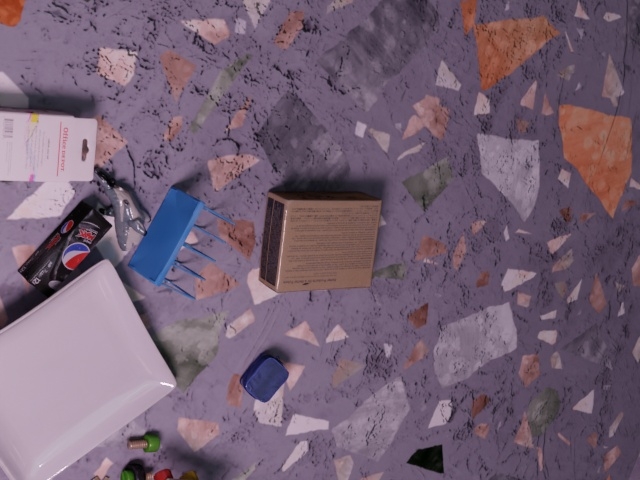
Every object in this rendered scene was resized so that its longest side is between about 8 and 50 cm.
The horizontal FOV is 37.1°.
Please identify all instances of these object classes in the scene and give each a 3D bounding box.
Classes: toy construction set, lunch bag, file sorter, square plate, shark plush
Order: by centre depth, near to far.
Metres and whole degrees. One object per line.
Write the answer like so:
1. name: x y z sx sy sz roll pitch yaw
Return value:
1. shark plush: -0.365 -0.055 1.709 0.067 0.073 0.161 -23 126 8
2. square plate: -0.464 0.244 1.710 0.347 0.049 0.344 -36 130 -20
3. file sorter: -0.252 0.008 1.763 0.104 0.118 0.170 30 87 -40
4. toy construction set: -0.233 0.558 1.846 0.237 0.309 0.257 4 110 -39
5. lunch bag: -0.116 0.278 1.967 0.098 0.065 0.067 -47 109 -11

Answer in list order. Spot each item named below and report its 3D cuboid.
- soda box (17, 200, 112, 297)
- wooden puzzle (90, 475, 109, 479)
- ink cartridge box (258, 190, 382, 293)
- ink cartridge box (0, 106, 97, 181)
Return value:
1. soda box: -0.446 0.014 1.669 0.169 0.060 0.053 -50 128 -10
2. wooden puzzle: -0.443 0.489 1.850 0.083 0.006 0.049 -37 121 -19
3. ink cartridge box: 0.000 0.000 1.943 0.235 0.088 0.193 -1 106 -34
4. ink cartridge box: -0.480 -0.160 1.590 0.198 0.067 0.115 1 104 -32
